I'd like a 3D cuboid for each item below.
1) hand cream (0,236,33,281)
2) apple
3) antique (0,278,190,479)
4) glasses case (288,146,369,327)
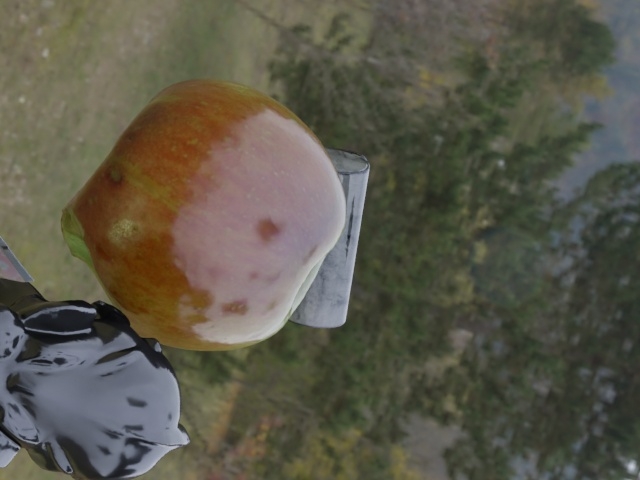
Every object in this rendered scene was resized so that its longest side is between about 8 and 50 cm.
[{"bbox_3d":[-0.296,-0.005,0.929,0.043,0.209,0.067,-51,131,-32],"label":"hand cream"},{"bbox_3d":[-0.139,-0.024,1.531,0.339,0.339,0.340,19,90,-82],"label":"apple"},{"bbox_3d":[-0.279,0.138,1.299,0.185,0.322,0.255,-61,-162,2],"label":"antique"},{"bbox_3d":[0.000,0.000,1.841,0.060,0.114,0.299,-81,179,-52],"label":"glasses case"}]
